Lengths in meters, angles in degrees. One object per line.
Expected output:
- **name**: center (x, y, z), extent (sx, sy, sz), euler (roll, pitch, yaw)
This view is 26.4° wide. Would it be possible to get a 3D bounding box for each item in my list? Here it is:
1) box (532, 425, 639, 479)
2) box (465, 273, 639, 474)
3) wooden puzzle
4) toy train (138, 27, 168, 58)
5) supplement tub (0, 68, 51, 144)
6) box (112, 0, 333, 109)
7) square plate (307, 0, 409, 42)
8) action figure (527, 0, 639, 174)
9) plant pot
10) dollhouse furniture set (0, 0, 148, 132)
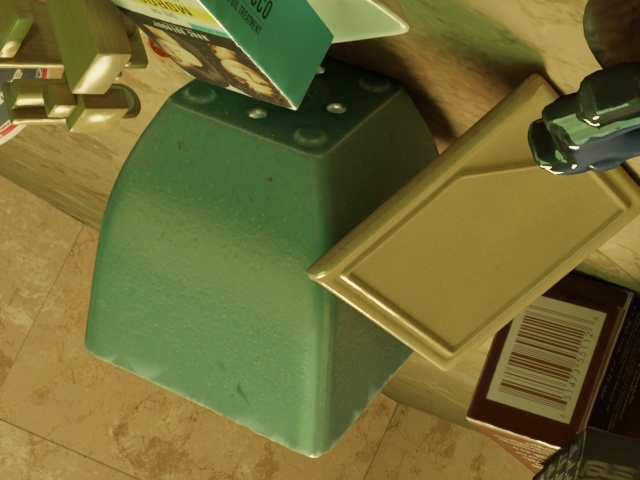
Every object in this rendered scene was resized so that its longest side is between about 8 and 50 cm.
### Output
- **box**: center (0.381, 0.297, 1.374), extent (0.318, 0.097, 0.395), euler (12, 164, 6)
- **box**: center (0.312, 0.187, 1.597), extent (0.143, 0.191, 0.381), euler (16, 168, 27)
- **wooden puzzle**: center (0.125, -0.009, 1.054), extent (0.238, 0.221, 0.044), euler (35, -161, -51)
- **toy train**: center (-0.152, -0.182, 1.264), extent (0.166, 0.046, 0.125), euler (24, 170, 9)
- **supplement tub**: center (-0.378, -0.203, 1.302), extent (0.191, 0.191, 0.272), euler (24, 171, 8)
- **box**: center (-0.088, -0.168, 0.833), extent (0.100, 0.060, 0.244), euler (20, 169, 29)
- **square plate**: center (-0.145, -0.238, 0.938), extent (0.344, 0.049, 0.347), euler (31, 169, -28)
- **action figure**: center (0.181, -0.151, 0.414), extent (0.341, 0.179, 0.330), euler (-15, 155, 32)
- **plant pot**: center (-0.036, -0.023, 1.158), extent (0.247, 0.248, 0.252), euler (21, 128, 22)
- **dollhouse furniture set**: center (-0.147, -0.150, 0.969), extent (0.123, 0.144, 0.151), euler (-4, 156, -35)
